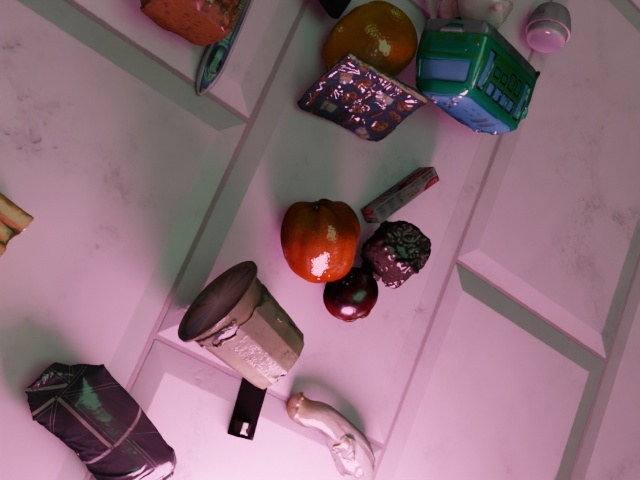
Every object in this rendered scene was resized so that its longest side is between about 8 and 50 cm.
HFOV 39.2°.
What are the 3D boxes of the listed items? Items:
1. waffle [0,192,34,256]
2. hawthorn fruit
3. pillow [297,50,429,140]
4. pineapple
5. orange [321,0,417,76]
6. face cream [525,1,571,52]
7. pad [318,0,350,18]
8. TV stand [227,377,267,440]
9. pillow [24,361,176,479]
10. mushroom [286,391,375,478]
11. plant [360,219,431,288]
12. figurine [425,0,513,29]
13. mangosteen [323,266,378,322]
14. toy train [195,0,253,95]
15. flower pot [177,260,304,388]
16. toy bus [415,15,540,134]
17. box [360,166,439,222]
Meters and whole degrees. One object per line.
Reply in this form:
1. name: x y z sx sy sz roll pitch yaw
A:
1. waffle: -0.709 -0.003 1.515 0.304 0.077 0.348 41 68 -26
2. hawthorn fruit: 0.000 0.000 1.942 0.189 0.189 0.189 0 90 -34
3. pillow: 0.094 -0.313 2.007 0.255 0.189 0.034 20 48 -35
4. pineapple: -0.236 -0.575 1.778 0.202 0.202 0.362 20 71 -33
5. orange: 0.120 -0.446 2.033 0.237 0.158 0.179 -39 94 -27
6. face cream: 0.609 -0.566 2.391 0.117 0.117 0.104 32 65 -30
7. pad: -0.014 -0.632 1.996 0.267 0.004 0.181 51 43 -22
8. TV stand: -0.138 0.295 1.918 0.040 0.049 0.256 22 78 -31
9. pillow: -0.412 0.360 1.704 0.161 0.092 0.335 -43 112 -22
10. mushroom: 0.031 0.435 2.010 0.278 0.096 0.099 49 34 -25
11. plant: 0.162 0.031 2.042 0.131 0.203 0.142 43 75 -11
12. figurine: 0.353 -0.563 2.134 0.144 0.256 0.182 -4 94 -32
13. mangosteen: 0.072 0.130 2.027 0.140 0.140 0.140 0 90 -34
14. toy train: -0.201 -0.417 1.880 0.055 0.048 0.252 27 75 -29
15. flower pot: -0.141 0.178 1.804 0.202 0.212 0.212 43 67 -19
16. toy bus: 0.373 -0.380 2.137 0.343 0.183 0.199 20 83 -52
17. box: 0.192 -0.110 2.142 0.218 0.055 0.039 -35 110 -29
